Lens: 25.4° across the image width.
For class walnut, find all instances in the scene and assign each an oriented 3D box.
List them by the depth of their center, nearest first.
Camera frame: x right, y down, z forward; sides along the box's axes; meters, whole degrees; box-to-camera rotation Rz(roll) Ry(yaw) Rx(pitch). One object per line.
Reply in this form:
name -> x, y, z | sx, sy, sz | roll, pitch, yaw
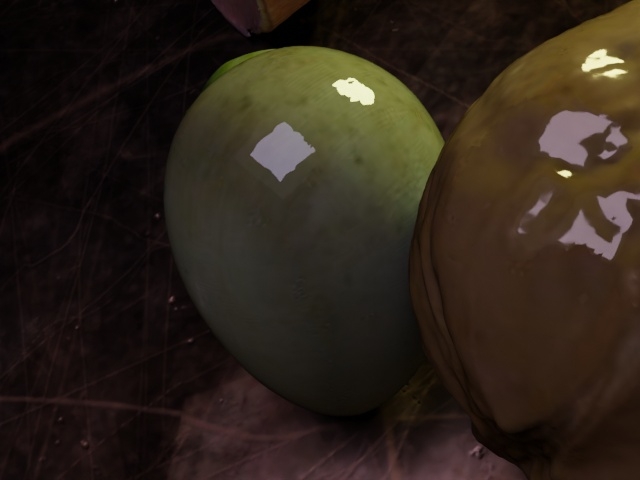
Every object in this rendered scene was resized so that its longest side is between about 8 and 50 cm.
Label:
walnut -> 0.252, 0.018, 0.933 | 0.384, 0.383, 0.383 | -10, 58, 16

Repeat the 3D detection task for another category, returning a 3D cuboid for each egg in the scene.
egg -> 0.000, 0.000, 1.065 | 0.218, 0.295, 0.218 | -13, 21, 5

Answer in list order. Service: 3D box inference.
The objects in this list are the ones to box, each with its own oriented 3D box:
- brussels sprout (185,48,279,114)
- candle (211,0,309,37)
brussels sprout -> -0.029, -0.096, 1.214 | 0.183, 0.145, 0.131 | 6, 90, 30
candle -> -0.112, -0.361, 1.315 | 0.131, 0.287, 0.317 | -39, 52, -9
